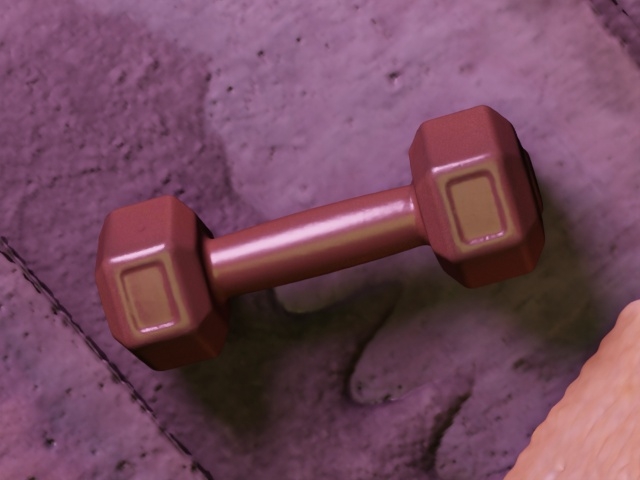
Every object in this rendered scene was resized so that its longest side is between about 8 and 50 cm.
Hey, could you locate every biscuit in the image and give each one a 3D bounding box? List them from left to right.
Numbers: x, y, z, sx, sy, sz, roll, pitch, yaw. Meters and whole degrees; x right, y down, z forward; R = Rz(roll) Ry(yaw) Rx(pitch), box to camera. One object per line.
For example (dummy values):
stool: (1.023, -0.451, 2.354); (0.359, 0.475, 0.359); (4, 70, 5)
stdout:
biscuit: (0.130, 0.149, 0.833); (0.030, 0.160, 0.249); (35, 90, -23)

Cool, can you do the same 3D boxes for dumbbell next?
dumbbell: (0.000, 0.000, 0.873); (0.231, 0.082, 0.092); (-15, 98, 8)
